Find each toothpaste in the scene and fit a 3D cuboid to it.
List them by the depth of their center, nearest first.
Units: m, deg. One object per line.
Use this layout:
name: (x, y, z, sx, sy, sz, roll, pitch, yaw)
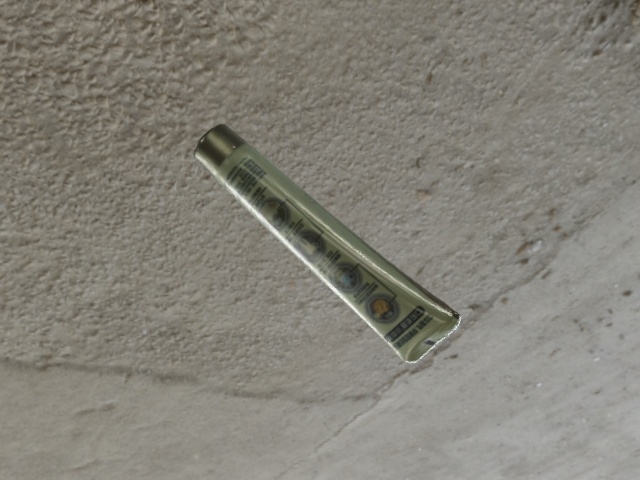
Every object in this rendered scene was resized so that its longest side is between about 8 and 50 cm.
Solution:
toothpaste: (0.000, 0.000, 0.416, 0.239, 0.039, 0.062, 42, 119, 5)
